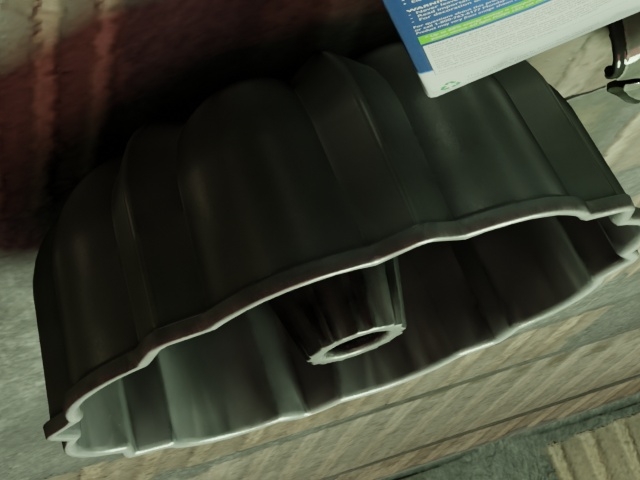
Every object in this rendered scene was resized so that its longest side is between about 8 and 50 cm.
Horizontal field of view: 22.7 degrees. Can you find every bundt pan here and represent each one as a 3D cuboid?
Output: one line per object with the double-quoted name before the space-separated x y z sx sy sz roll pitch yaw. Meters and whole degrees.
"bundt pan" 0.000 0.000 0.838 0.331 0.124 0.331 -18 164 -5

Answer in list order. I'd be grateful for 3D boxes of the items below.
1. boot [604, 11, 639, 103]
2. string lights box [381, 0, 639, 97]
"boot" 0.243 -0.114 0.880 0.161 0.083 0.246 -15 166 22
"string lights box" 0.066 -0.139 0.529 0.133 0.077 0.260 -22 165 7
